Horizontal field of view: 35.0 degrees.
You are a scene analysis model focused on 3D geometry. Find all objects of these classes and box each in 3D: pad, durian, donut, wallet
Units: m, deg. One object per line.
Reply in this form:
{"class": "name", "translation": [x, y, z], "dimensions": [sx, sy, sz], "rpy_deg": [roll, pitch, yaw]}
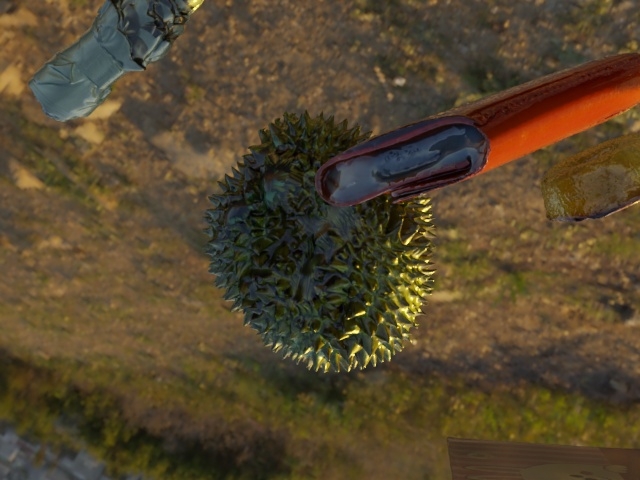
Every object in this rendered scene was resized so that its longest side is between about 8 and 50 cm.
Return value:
{"class": "pad", "translation": [0.211, 0.203, 0.869], "dimensions": [0.202, 0.005, 0.300], "rpy_deg": [2, 180, 6]}
{"class": "durian", "translation": [0.000, 0.000, 1.119], "dimensions": [0.291, 0.291, 0.224], "rpy_deg": [23, -167, 13]}
{"class": "donut", "translation": [0.307, -0.070, 1.099], "dimensions": [0.152, 0.152, 0.058], "rpy_deg": [-16, 101, 54]}
{"class": "wallet", "translation": [0.111, -0.072, 0.659], "dimensions": [0.142, 0.204, 0.045], "rpy_deg": [-14, 98, 48]}

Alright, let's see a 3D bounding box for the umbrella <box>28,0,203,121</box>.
{"class": "umbrella", "translation": [-0.140, -0.137, 0.711], "dimensions": [0.062, 0.143, 0.067], "rpy_deg": [54, -174, 19]}
